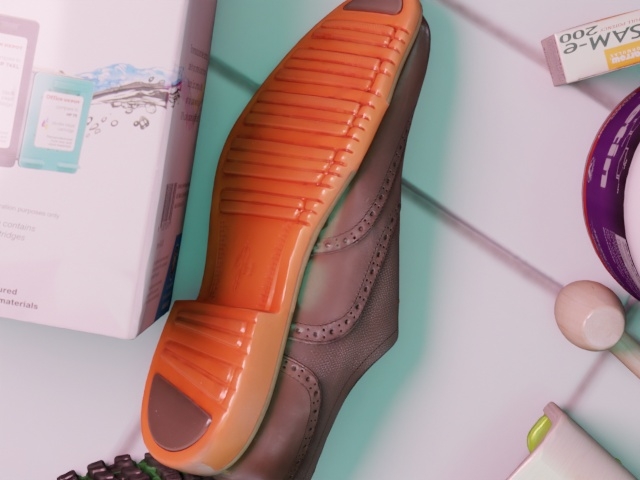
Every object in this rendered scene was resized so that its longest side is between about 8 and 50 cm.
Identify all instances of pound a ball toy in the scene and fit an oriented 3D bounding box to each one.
[{"bbox_3d":[0.229,0.206,1.294,0.319,0.136,0.208,43,93,-2],"label":"pound a ball toy"}]

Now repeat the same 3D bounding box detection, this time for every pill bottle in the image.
[{"bbox_3d":[0.269,-0.024,1.184,0.181,0.323,0.182,0,93,1],"label":"pill bottle"}]

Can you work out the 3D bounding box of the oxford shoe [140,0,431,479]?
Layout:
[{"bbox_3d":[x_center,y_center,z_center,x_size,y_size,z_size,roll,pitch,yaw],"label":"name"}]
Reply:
[{"bbox_3d":[0.000,0.000,1.311,0.132,0.130,0.364,28,84,-38],"label":"oxford shoe"}]

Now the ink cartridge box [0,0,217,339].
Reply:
[{"bbox_3d":[-0.183,-0.091,1.251,0.197,0.198,0.270,10,93,1],"label":"ink cartridge box"}]

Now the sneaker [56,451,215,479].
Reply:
[{"bbox_3d":[-0.197,0.270,1.323,0.343,0.134,0.146,-34,103,8],"label":"sneaker"}]

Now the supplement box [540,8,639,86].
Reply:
[{"bbox_3d":[0.188,-0.131,1.291,0.062,0.098,0.036,-16,93,2],"label":"supplement box"}]
